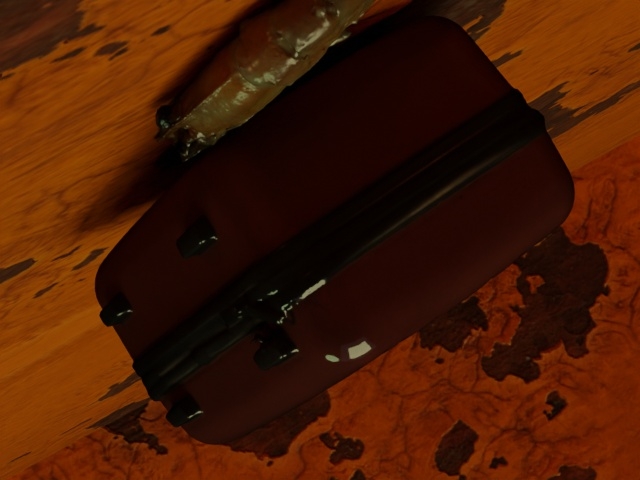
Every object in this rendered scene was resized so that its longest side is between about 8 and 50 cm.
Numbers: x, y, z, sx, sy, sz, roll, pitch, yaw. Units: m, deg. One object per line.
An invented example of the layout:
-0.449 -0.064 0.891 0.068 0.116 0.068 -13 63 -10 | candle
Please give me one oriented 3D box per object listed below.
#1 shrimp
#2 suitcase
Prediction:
-0.031 -0.096 0.945 0.180 0.041 0.099 -36 -175 42 | shrimp
0.000 0.000 1.129 0.236 0.161 0.297 -34 178 -28 | suitcase
